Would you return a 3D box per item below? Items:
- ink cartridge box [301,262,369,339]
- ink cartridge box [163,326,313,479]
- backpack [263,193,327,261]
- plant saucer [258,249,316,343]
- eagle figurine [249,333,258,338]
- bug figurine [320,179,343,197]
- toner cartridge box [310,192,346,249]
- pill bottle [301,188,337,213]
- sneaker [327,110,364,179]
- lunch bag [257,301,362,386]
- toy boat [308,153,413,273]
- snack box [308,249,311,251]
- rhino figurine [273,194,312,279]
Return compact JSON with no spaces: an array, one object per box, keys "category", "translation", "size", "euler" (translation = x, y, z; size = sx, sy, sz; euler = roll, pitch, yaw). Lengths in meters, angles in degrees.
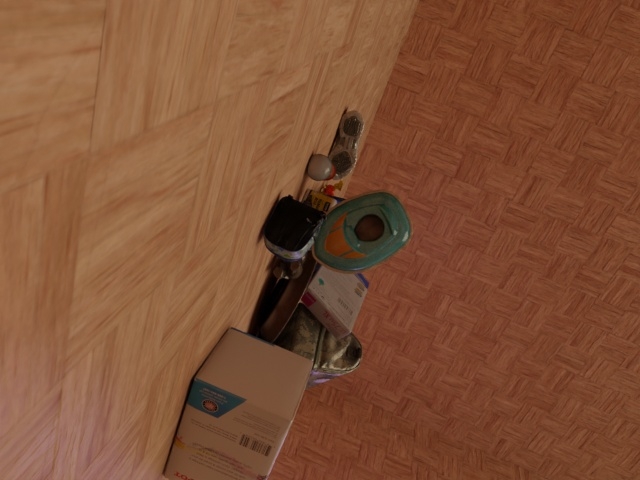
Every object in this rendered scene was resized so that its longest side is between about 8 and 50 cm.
[{"category":"ink cartridge box","translation":[0.049,0.149,1.610],"size":[0.065,0.185,0.311],"euler":[-38,-172,29]},{"category":"ink cartridge box","translation":[-0.165,0.366,1.071],"size":[0.197,0.198,0.269],"euler":[-62,174,-66]},{"category":"backpack","translation":[-0.059,-0.016,1.057],"size":[0.114,0.105,0.084],"euler":[-60,172,-28]},{"category":"plant saucer","translation":[-0.102,0.154,1.513],"size":[0.310,0.050,0.310],"euler":[-58,-171,15]},{"category":"eagle figurine","translation":[-0.190,0.397,1.366],"size":[0.227,0.225,0.298],"euler":[-27,-160,-20]},{"category":"bug figurine","translation":[0.015,-0.106,1.917],"size":[0.216,0.072,0.278],"euler":[-75,-179,-66]},{"category":"toner cartridge box","translation":[0.027,-0.062,1.699],"size":[0.165,0.075,0.348],"euler":[-69,163,7]},{"category":"pill bottle","translation":[0.008,-0.096,1.470],"size":[0.065,0.117,0.065],"euler":[22,90,-87]},{"category":"sneaker","translation":[0.086,-0.302,1.647],"size":[0.115,0.091,0.232],"euler":[-69,180,-65]},{"category":"lunch bag","translation":[-0.046,0.353,1.624],"size":[0.305,0.256,0.212],"euler":[-37,-149,49]},{"category":"toy boat","translation":[0.065,-0.072,1.320],"size":[0.268,0.318,0.148],"euler":[-31,176,10]},{"category":"snack box","translation":[-0.075,0.100,2.121],"size":[0.141,0.037,0.100],"euler":[108,6,-55]},{"category":"rhino figurine","translation":[-0.060,-0.008,1.369],"size":[0.106,0.073,0.243],"euler":[70,35,-78]}]
